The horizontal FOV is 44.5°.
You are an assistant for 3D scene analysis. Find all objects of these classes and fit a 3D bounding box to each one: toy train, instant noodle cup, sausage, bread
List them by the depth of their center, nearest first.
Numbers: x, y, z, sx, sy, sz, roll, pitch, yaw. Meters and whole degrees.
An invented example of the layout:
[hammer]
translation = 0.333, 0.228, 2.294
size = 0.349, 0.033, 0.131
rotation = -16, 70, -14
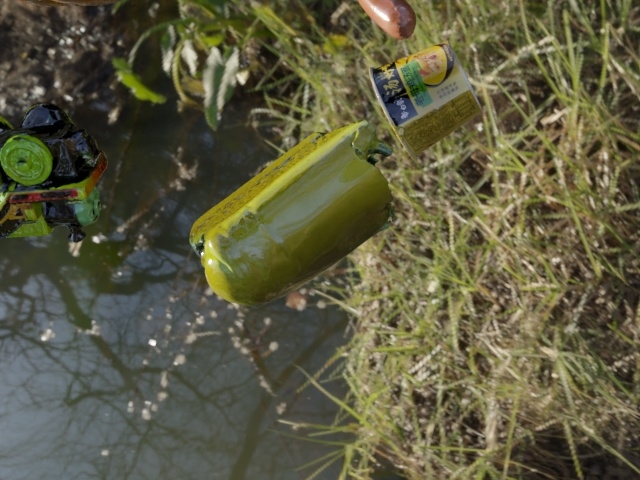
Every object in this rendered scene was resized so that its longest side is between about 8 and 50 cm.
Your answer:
[toy train]
translation = -0.382, -0.060, 0.871
size = 0.296, 0.161, 0.100
rotation = -4, 34, 6
[instant noodle cup]
translation = 0.153, -0.209, 1.120
size = 0.122, 0.151, 0.151
rotation = -28, 57, 17
[bread]
translation = -0.045, -0.035, 1.375
size = 0.376, 0.208, 0.251
rotation = -34, 13, -11
[sausage]
translation = 0.125, -0.458, 1.525
size = 0.077, 0.077, 0.194
rotation = -44, 50, 14

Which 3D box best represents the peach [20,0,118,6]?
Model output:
[peach]
translation = -0.274, -0.384, 0.821
size = 0.238, 0.281, 0.281
rotation = 9, 77, 27
